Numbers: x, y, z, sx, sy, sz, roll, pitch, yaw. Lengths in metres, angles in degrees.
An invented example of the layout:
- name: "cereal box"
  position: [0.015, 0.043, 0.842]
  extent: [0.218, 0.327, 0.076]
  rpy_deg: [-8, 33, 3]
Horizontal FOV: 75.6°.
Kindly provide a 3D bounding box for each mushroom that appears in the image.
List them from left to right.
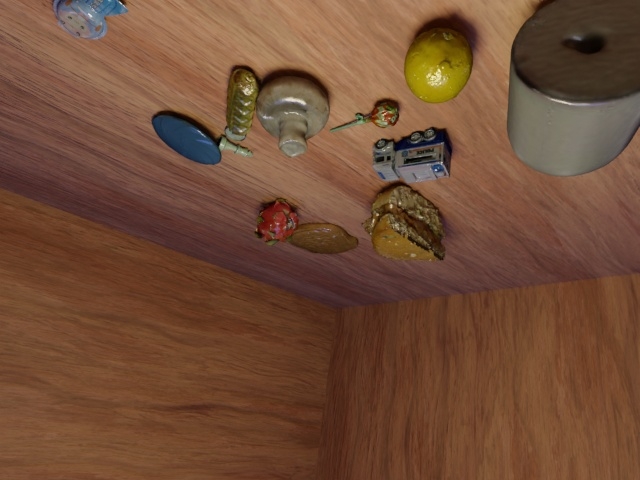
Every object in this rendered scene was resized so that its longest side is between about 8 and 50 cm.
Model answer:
- name: "mushroom"
  position: [-0.092, -0.378, 1.294]
  extent: [0.243, 0.243, 0.243]
  rpy_deg: [8, 158, 3]

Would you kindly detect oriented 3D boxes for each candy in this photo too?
- name: "candy"
  position: [0.139, -0.397, 1.386]
  extent: [0.084, 0.078, 0.287]
  rpy_deg: [2, 177, -43]

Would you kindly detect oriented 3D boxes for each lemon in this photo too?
- name: "lemon"
  position: [0.300, -0.444, 1.060]
  extent: [0.173, 0.173, 0.206]
  rpy_deg: [4, 179, 12]

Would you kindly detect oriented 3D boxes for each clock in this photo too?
- name: "clock"
  position: [-0.324, -0.409, 1.573]
  extent: [0.085, 0.017, 0.085]
  rpy_deg: [8, 158, 3]

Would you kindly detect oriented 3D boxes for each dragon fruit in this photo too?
- name: "dragon fruit"
  position: [-0.216, -0.087, 2.059]
  extent: [0.224, 0.224, 0.227]
  rpy_deg: [14, 164, -12]

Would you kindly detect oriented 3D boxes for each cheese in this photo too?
- name: "cheese"
  position: [-0.640, -0.623, 1.129]
  extent: [0.244, 0.052, 0.135]
  rpy_deg: [-8, 152, 35]

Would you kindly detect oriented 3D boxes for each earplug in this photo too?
- name: "earplug"
  position: [0.620, -0.334, 1.016]
  extent: [0.312, 0.313, 0.394]
  rpy_deg: [0, 157, 20]

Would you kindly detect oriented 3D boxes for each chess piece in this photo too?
- name: "chess piece"
  position: [-0.337, -0.366, 1.645]
  extent: [0.149, 0.059, 0.059]
  rpy_deg: [15, 158, -34]

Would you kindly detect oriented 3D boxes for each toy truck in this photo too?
- name: "toy truck"
  position: [0.315, -0.282, 1.457]
  extent: [0.268, 0.155, 0.124]
  rpy_deg: [-5, 154, 31]

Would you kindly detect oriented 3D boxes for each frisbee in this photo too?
- name: "frisbee"
  position: [-0.527, -0.375, 1.610]
  extent: [0.289, 0.049, 0.289]
  rpy_deg: [20, 160, 8]

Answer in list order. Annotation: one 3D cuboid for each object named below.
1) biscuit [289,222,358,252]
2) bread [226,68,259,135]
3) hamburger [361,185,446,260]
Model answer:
- name: "biscuit"
  position: [0.000, 0.002, 2.386]
  extent: [0.385, 0.062, 0.365]
  rpy_deg: [-12, 151, 41]
- name: "bread"
  position: [-0.259, -0.452, 1.353]
  extent: [0.087, 0.098, 0.269]
  rpy_deg: [-15, 165, -21]
- name: "hamburger"
  position: [0.347, -0.059, 1.835]
  extent: [0.287, 0.268, 0.445]
  rpy_deg: [-14, 153, 40]
